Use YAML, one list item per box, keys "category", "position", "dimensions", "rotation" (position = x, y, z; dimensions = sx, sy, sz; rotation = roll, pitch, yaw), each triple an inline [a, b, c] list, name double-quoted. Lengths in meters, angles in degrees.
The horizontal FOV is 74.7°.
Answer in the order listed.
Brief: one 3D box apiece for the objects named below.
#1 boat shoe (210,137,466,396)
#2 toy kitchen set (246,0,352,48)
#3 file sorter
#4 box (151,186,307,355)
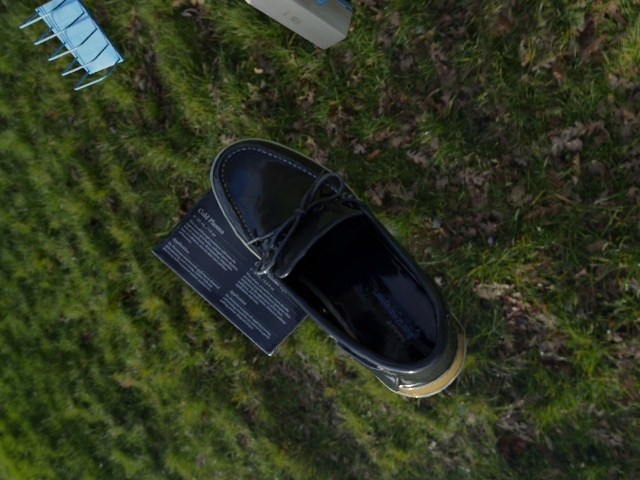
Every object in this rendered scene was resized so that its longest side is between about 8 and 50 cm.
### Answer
- category: "boat shoe"
  position: [0.000, 0.000, 0.596]
  dimensions: [0.500, 0.187, 0.156]
  rotation: [47, 178, 24]
- category: "toy kitchen set"
  position: [0.033, -0.341, 0.454]
  dimensions: [0.122, 0.166, 0.207]
  rotation: [17, 174, -34]
- category: "file sorter"
  position: [-0.584, -0.465, 0.990]
  dimensions: [0.118, 0.104, 0.170]
  rotation: [-10, 138, 20]
- category: "box"
  position: [-0.126, 0.014, 0.956]
  dimensions: [0.343, 0.179, 0.312]
  rotation: [44, 94, -7]
